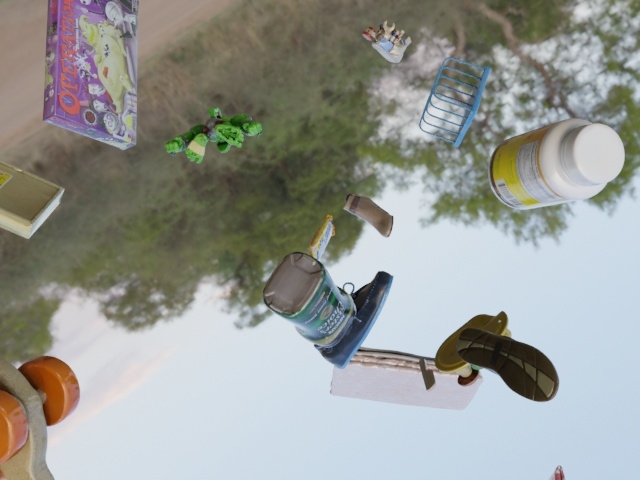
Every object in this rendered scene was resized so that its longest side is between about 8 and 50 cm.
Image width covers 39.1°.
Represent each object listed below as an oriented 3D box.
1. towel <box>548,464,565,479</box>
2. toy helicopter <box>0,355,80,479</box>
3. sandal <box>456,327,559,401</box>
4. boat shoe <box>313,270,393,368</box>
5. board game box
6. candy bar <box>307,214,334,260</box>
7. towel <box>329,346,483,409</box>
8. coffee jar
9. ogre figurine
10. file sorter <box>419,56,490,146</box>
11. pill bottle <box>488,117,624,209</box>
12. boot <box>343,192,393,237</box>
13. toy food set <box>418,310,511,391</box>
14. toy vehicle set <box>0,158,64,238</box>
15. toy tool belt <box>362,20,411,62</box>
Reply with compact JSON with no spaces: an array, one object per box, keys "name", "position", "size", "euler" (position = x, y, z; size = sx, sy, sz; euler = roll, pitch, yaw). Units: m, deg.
[{"name":"towel","position":[0.508,0.608,1.969],"size":[0.144,0.029,0.197],"euler":[101,-5,-49]},{"name":"toy helicopter","position":[-0.423,0.294,1.069],"size":[0.235,0.355,0.140],"euler":[8,-166,14]},{"name":"sandal","position":[0.343,0.222,1.636],"size":[0.219,0.060,0.090],"euler":[20,-88,44]},{"name":"boat shoe","position":[0.057,0.155,1.763],"size":[0.258,0.089,0.109],"euler":[-61,179,32]},{"name":"board game box","position":[-0.464,-0.378,1.844],"size":[0.056,0.347,0.208],"euler":[-16,160,39]},{"name":"candy bar","position":[0.000,0.000,1.467],"size":[0.018,0.040,0.161],"euler":[-4,-161,14]},{"name":"towel","position":[0.190,0.320,2.074],"size":[0.317,0.331,0.053],"euler":[92,6,-66]},{"name":"coffee jar","position":[-0.011,0.092,1.321],"size":[0.096,0.079,0.184],"euler":[-57,153,-8]},{"name":"ogre figurine","position":[-0.215,-0.227,1.896],"size":[0.197,0.097,0.118],"euler":[-31,-163,17]},{"name":"file sorter","position":[0.293,-0.309,2.001],"size":[0.170,0.104,0.118],"euler":[106,4,-70]},{"name":"pill bottle","position":[0.345,-0.112,1.327],"size":[0.117,0.117,0.215],"euler":[-36,-172,-18]},{"name":"boot","position":[0.083,-0.047,1.605],"size":[0.042,0.087,0.118],"euler":[-63,-170,15]},{"name":"toy food set","position":[0.307,0.235,1.836],"size":[0.218,0.071,0.128],"euler":[-38,-159,5]},{"name":"toy vehicle set","position":[-0.640,-0.107,1.708],"size":[0.166,0.266,0.035],"euler":[-75,-169,-63]},{"name":"toy tool belt","position":[0.109,-0.331,1.468],"size":[0.051,0.083,0.052],"euler":[-57,-149,-6]}]
